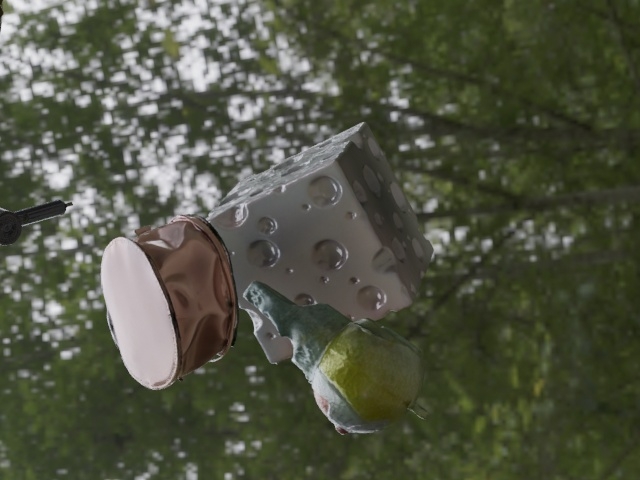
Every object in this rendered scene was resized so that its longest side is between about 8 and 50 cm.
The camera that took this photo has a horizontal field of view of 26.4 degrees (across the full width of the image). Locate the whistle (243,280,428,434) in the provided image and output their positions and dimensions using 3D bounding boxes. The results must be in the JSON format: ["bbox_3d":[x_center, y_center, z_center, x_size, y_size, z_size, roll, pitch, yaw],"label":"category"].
[{"bbox_3d":[0.012,0.118,1.364,0.123,0.223,0.123,-51,-17,-21],"label":"whistle"}]

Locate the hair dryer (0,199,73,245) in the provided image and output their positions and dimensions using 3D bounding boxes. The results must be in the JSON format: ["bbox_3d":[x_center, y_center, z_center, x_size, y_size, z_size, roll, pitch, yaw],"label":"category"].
[{"bbox_3d":[-0.319,-0.027,1.474,0.114,0.063,0.037,-18,-70,-36],"label":"hair dryer"}]

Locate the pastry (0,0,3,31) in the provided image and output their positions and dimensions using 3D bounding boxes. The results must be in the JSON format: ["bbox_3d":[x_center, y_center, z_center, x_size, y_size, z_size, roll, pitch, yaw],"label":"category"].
[{"bbox_3d":[-0.309,-0.143,1.025,0.192,0.093,0.182,-55,-11,-61],"label":"pastry"}]

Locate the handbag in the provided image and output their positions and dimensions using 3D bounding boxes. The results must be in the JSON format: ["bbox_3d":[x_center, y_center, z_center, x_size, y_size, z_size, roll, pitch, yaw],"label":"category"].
[{"bbox_3d":[-0.187,0.074,1.702,0.116,0.179,0.205,-15,-92,-36],"label":"handbag"}]

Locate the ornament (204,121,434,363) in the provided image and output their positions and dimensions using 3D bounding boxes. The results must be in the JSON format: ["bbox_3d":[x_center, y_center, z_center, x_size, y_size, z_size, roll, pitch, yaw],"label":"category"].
[{"bbox_3d":[0.000,0.000,2.034,0.239,0.240,0.239,62,-161,-10],"label":"ornament"}]
